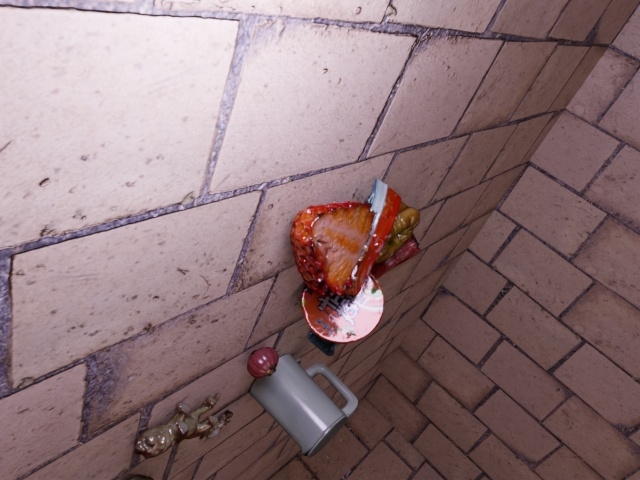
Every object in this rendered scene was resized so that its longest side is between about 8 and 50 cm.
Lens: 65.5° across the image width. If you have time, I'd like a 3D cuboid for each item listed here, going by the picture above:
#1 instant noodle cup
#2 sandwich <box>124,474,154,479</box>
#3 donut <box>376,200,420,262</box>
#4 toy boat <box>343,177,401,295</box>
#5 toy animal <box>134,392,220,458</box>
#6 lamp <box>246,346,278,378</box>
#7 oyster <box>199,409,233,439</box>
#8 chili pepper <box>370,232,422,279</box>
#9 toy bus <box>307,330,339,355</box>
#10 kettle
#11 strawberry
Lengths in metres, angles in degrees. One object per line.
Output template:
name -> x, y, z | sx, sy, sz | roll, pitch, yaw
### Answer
instant noodle cup -> 0.070, 0.206, 1.565 | 0.250, 0.250, 0.192 | -44, 166, -10
sandwich -> -0.578, 0.838, 1.493 | 0.198, 0.155, 0.227 | -41, 156, -18
donut -> 0.211, -0.028, 1.578 | 0.227, 0.114, 0.226 | -40, 156, -22
toy boat -> 0.108, -0.016, 1.406 | 0.145, 0.133, 0.331 | -94, -151, -80
toy animal -> -0.407, 0.543, 1.438 | 0.158, 0.097, 0.312 | -39, 161, 11
lamp -> -0.180, 0.383, 1.560 | 0.108, 0.092, 0.107 | -37, 154, -22
oyster -> -0.362, 0.646, 1.741 | 0.132, 0.029, 0.086 | -20, 139, -43
chili pepper -> 0.234, 0.052, 1.769 | 0.253, 0.144, 0.136 | -42, 142, 16
toy bus -> 0.072, 0.294, 1.854 | 0.265, 0.121, 0.120 | -59, 164, 23
kettle -> -0.062, 0.587, 1.814 | 0.265, 0.318, 0.205 | -7, 132, -57
strawberry -> 0.000, 0.016, 1.243 | 0.280, 0.150, 0.253 | -11, 117, -53
